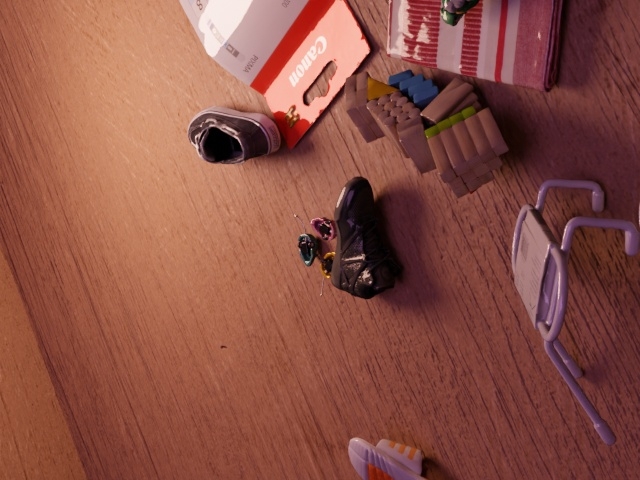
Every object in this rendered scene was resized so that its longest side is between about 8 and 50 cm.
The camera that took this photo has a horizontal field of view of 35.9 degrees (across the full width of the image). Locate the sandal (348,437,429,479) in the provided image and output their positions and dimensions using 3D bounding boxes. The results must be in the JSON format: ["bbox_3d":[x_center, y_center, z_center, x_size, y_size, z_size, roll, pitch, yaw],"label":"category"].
[{"bbox_3d":[0.172,0.422,1.759,0.265,0.076,0.102,28,138,18],"label":"sandal"}]

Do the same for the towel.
[{"bbox_3d":[0.229,-0.368,1.492,0.329,0.037,0.237,23,118,45],"label":"towel"}]

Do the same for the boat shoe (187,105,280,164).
[{"bbox_3d":[-0.201,-0.198,1.968,0.301,0.102,0.108,15,127,52],"label":"boat shoe"}]

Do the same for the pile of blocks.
[{"bbox_3d":[0.178,-0.177,1.573,0.362,0.149,0.112,41,172,46],"label":"pile of blocks"}]

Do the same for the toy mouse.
[{"bbox_3d":[0.000,0.000,1.864,0.143,0.031,0.161,51,134,27],"label":"toy mouse"}]

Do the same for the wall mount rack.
[{"bbox_3d":[0.338,0.087,1.343,0.350,0.130,0.304,-80,-4,-72],"label":"wall mount rack"}]

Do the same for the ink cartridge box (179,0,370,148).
[{"bbox_3d":[-0.097,-0.404,1.821,0.308,0.091,0.385,-46,64,45],"label":"ink cartridge box"}]

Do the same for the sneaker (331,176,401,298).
[{"bbox_3d":[0.086,0.004,1.726,0.130,0.087,0.227,27,123,40],"label":"sneaker"}]

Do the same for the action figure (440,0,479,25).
[{"bbox_3d":[0.235,-0.373,1.379,0.063,0.137,0.232,56,148,5],"label":"action figure"}]
